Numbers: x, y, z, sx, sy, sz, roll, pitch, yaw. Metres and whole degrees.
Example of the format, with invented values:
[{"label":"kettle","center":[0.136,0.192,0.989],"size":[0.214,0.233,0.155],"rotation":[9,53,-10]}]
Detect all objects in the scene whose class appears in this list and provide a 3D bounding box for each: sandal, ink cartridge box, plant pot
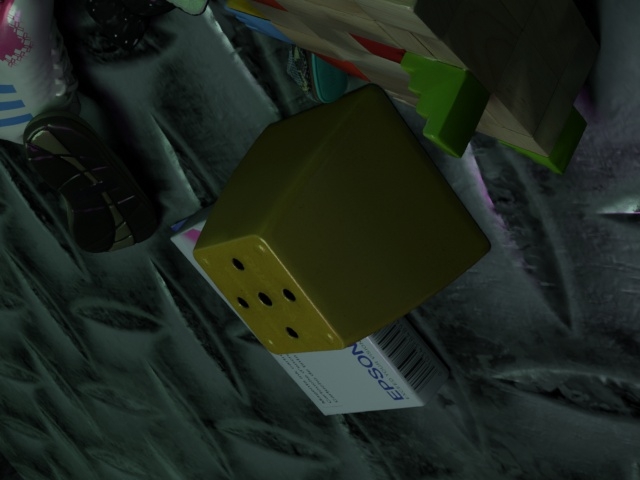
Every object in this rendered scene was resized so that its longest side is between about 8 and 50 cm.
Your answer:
[{"label":"sandal","center":[-0.301,-0.083,1.488],"size":[0.303,0.120,0.086],"rotation":[74,-178,-53]},{"label":"ink cartridge box","center":[-0.041,0.087,1.409],"size":[0.324,0.071,0.330],"rotation":[50,149,-11]},{"label":"plant pot","center":[0.000,0.000,1.126],"size":[0.212,0.187,0.212],"rotation":[53,150,-16]}]

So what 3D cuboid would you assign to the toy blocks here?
[{"label":"toy blocks","center":[0.032,-0.186,0.798],"size":[0.261,0.190,0.381],"rotation":[25,179,30]}]

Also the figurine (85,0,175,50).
[{"label":"figurine","center":[-0.231,-0.304,1.130],"size":[0.215,0.092,0.209],"rotation":[51,154,-10]}]

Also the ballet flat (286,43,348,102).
[{"label":"ballet flat","center":[-0.010,-0.207,1.005],"size":[0.070,0.070,0.188],"rotation":[30,144,23]}]

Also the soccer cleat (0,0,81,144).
[{"label":"soccer cleat","center":[-0.351,-0.222,1.375],"size":[0.143,0.116,0.331],"rotation":[25,150,-13]}]

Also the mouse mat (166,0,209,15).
[{"label":"mouse mat","center":[-0.137,-0.310,0.979],"size":[0.153,0.007,0.189],"rotation":[31,123,3]}]
